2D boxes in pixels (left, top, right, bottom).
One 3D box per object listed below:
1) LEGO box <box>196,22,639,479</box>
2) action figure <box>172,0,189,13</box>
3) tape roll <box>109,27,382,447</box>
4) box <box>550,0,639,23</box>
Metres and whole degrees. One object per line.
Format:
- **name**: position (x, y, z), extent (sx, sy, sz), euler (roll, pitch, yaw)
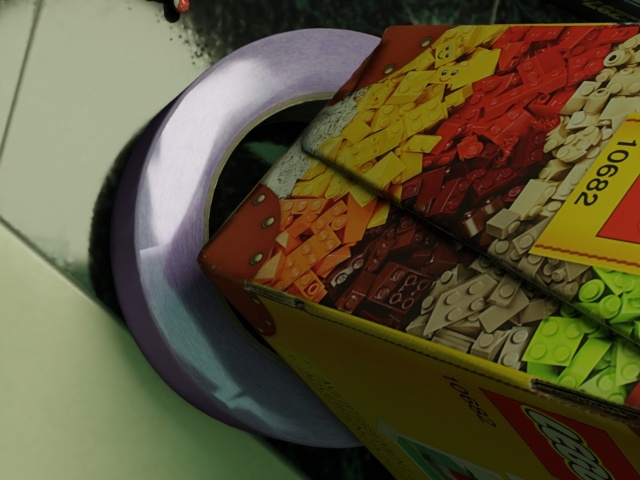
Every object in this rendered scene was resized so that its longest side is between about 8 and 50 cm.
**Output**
- **LEGO box**: position (0.223, 0.129, 0.627), extent (0.193, 0.372, 0.500), euler (-51, 123, -18)
- **action figure**: position (-0.119, -0.210, 0.792), extent (0.038, 0.030, 0.115), euler (-27, 97, -26)
- **tape roll**: position (0.000, 0.000, 0.783), extent (0.274, 0.090, 0.275), euler (2, 83, -21)
- **box**: position (0.263, -0.261, 0.923), extent (0.232, 0.059, 0.183), euler (19, 79, -17)
